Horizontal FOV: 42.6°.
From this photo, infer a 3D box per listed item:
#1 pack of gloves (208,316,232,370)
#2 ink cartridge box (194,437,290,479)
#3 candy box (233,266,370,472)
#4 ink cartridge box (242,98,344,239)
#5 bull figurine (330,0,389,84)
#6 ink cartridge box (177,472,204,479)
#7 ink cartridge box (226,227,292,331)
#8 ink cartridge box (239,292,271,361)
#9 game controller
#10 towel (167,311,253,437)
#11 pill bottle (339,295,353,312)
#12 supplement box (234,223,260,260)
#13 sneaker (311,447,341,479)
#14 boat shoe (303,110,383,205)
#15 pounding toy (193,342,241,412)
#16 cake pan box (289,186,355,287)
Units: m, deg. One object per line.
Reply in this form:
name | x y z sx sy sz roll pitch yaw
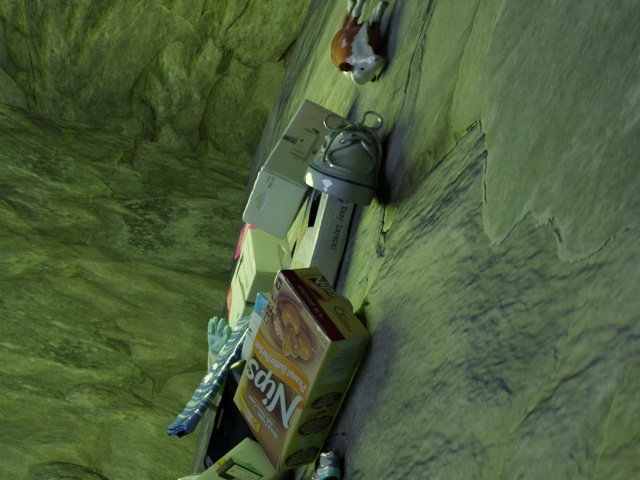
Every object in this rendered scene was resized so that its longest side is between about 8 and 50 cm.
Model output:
pack of gloves | -0.227 0.320 2.262 0.046 0.195 0.232 -33 -42 -44
ink cartridge box | -0.186 0.533 1.566 0.278 0.117 0.201 -24 -44 -63
candy box | -0.041 0.225 1.427 0.183 0.087 0.317 51 132 39
ink cartridge box | -0.064 -0.171 1.988 0.283 0.117 0.207 -63 0 -41
bull figurine | 0.084 -0.441 1.814 0.310 0.101 0.188 -128 57 -74
ink cartridge box | -0.261 0.545 1.646 0.232 0.066 0.189 -38 -35 -61
ink cartridge box | -0.172 0.131 2.300 0.197 0.114 0.273 -104 30 -50
ink cartridge box | -0.092 0.224 1.755 0.139 0.082 0.191 34 115 44
game controller | -0.178 0.416 1.766 0.166 0.067 0.319 52 131 51
towel | -0.240 0.300 1.887 0.336 0.040 0.243 -59 7 -22
pill bottle | 0.019 0.145 1.472 0.116 0.065 0.065 120 161 -55
supplement box | -0.206 0.007 2.712 0.220 0.111 0.114 145 139 -73
sneaker | 0.009 0.368 1.322 0.098 0.038 0.069 -52 23 44
boat shoe | 0.060 -0.173 1.549 0.367 0.135 0.157 -78 7 -76
pounding toy | -0.176 0.351 2.050 0.110 0.183 0.237 6 55 45
cake pan box | 0.000 0.000 1.762 0.246 0.070 0.267 -170 95 -78
